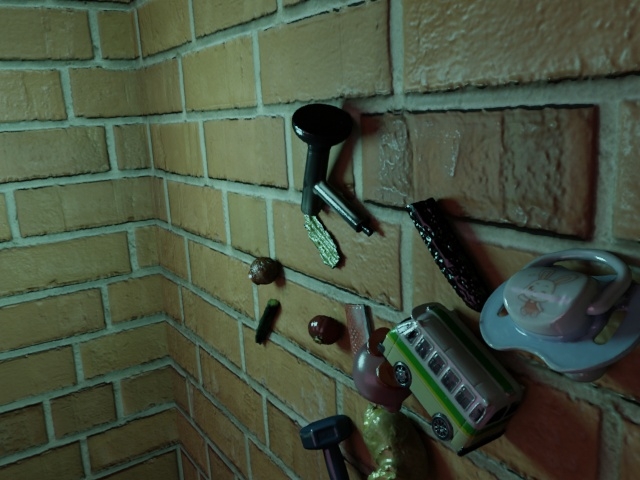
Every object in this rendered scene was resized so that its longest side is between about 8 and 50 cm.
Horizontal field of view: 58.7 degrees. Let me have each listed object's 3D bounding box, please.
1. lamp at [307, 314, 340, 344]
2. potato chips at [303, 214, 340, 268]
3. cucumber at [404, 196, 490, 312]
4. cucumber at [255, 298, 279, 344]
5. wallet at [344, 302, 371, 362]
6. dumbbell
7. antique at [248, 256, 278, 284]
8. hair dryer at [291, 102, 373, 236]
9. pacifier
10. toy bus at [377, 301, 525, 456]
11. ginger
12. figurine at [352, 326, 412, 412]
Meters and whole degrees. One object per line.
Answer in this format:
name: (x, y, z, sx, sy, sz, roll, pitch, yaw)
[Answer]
lamp: (0.011, 0.265, 1.685, 0.101, 0.090, 0.101, 22, 145, 16)
potato chips: (-0.001, 0.000, 1.677, 0.207, 0.028, 0.092, 55, 139, 29)
cucumber: (0.278, 0.035, 1.221, 0.300, 0.072, 0.072, 64, 145, 22)
cucumber: (-0.201, 0.297, 2.062, 0.044, 0.043, 0.257, 61, 144, 34)
wallet: (0.112, 0.274, 1.596, 0.103, 0.020, 0.196, -8, 93, 57)
dumbbell: (0.051, 0.691, 1.699, 0.156, 0.143, 0.316, -32, 72, 55)
antique: (-0.191, 0.103, 1.940, 0.104, 0.104, 0.104, 23, 118, 52)
hair dryer: (0.057, -0.170, 1.514, 0.284, 0.155, 0.320, 25, 135, 29)
pacifier: (0.423, 0.144, 0.965, 0.287, 0.238, 0.226, 10, 139, 55)
toy bus: (0.277, 0.277, 1.230, 0.305, 0.143, 0.179, 52, 136, 37)
ginger: (0.188, 0.536, 1.447, 0.267, 0.152, 0.138, -104, 29, -41)
figurine: (0.161, 0.324, 1.403, 0.173, 0.173, 0.173, 23, 118, 52)
